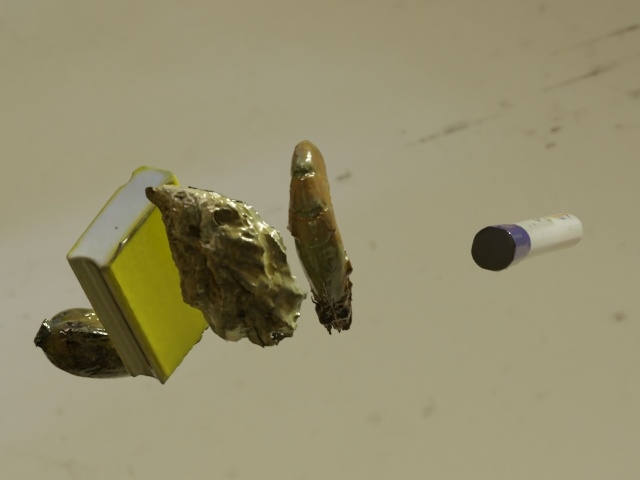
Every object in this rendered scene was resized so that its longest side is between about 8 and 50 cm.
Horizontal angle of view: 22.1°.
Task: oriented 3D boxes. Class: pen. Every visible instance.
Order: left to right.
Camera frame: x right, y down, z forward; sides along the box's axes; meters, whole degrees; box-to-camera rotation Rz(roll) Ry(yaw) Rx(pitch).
[{"bbox_3d":[0.162,-0.001,1.244,0.033,0.033,0.269,69,19,5],"label":"pen"}]

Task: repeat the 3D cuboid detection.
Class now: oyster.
[{"bbox_3d":[-0.095,0.024,1.755,0.072,0.132,0.209,-80,153,-80],"label":"oyster"}]

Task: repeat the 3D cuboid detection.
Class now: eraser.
[{"bbox_3d":[-0.198,0.040,1.929,0.069,0.158,0.226,16,-35,32],"label":"eraser"}]

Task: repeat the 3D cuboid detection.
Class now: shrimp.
[{"bbox_3d":[0.001,0.000,1.979,0.145,0.061,0.267,-92,167,-60],"label":"shrimp"}]

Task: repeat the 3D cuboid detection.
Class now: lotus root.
[{"bbox_3d":[-0.278,0.133,2.075,0.080,0.179,0.089,-62,-146,29],"label":"lotus root"}]
